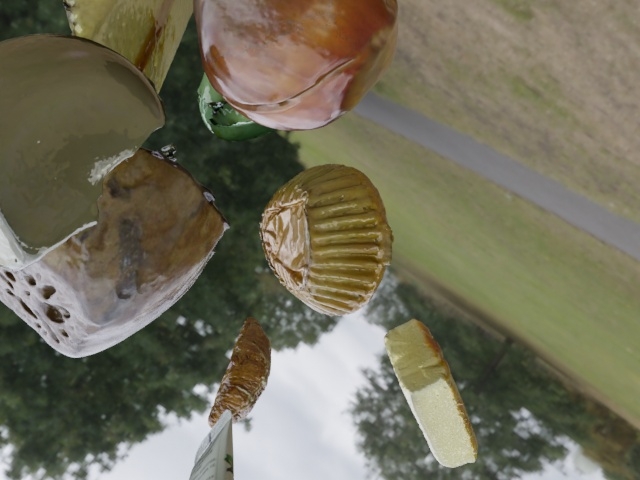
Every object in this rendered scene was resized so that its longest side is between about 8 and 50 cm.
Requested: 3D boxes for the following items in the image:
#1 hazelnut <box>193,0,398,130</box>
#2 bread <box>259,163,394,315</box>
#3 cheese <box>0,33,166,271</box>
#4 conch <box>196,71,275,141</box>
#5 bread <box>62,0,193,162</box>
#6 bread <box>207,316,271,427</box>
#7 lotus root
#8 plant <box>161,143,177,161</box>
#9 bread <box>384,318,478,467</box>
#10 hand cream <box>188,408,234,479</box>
[{"bbox_3d":[-0.019,-0.186,0.794,0.182,0.182,0.182,36,-179,-1],"label":"hazelnut"},{"bbox_3d":[0.002,0.000,1.360,0.139,0.240,0.240,-4,-158,-27],"label":"bread"},{"bbox_3d":[-0.219,-0.082,0.747,0.091,0.202,0.175,30,147,39],"label":"cheese"},{"bbox_3d":[-0.076,-0.203,1.257,0.143,0.137,0.250,24,171,-37],"label":"conch"},{"bbox_3d":[-0.279,-0.279,1.069,0.242,0.405,0.346,16,151,4],"label":"bread"},{"bbox_3d":[-0.124,0.224,1.552,0.076,0.105,0.233,19,-134,-3],"label":"bread"},{"bbox_3d":[-0.308,-0.006,1.224,0.316,0.250,0.316,25,148,17],"label":"lotus root"},{"bbox_3d":[-0.436,-0.121,1.441,0.333,0.180,0.251,28,158,-33],"label":"plant"},{"bbox_3d":[0.153,0.208,1.252,0.125,0.068,0.188,-110,-5,-51],"label":"bread"},{"bbox_3d":[-0.095,0.247,0.755,0.050,0.080,0.234,24,-146,-20],"label":"hand cream"}]
